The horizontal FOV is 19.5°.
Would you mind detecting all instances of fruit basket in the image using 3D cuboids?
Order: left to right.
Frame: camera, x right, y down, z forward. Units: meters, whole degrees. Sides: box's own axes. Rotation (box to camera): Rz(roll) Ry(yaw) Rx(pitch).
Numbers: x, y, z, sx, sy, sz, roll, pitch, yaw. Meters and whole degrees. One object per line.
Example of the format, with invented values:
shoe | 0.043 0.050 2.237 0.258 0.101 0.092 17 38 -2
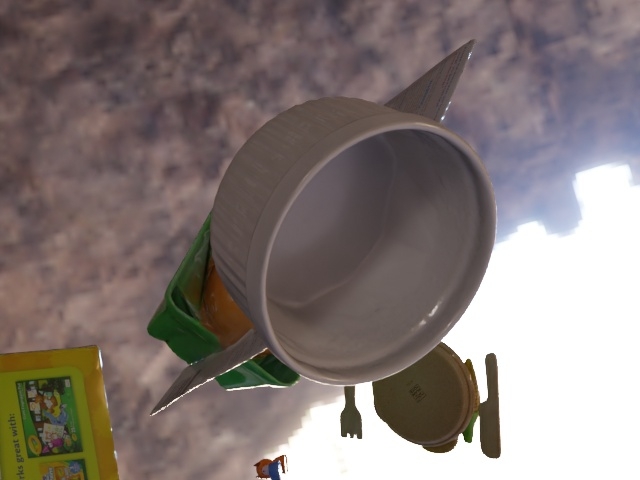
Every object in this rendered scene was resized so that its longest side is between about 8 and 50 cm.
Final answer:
fruit basket | 0.000 0.000 1.742 0.165 0.327 0.353 42 -40 -19

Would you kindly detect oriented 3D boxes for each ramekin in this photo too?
ramekin | 0.017 -0.009 1.372 0.207 0.109 0.207 -16 -58 -28

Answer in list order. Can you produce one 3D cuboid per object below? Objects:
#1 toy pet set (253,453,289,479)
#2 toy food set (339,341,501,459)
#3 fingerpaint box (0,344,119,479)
toy pet set | -0.048 0.222 1.395 0.065 0.122 0.114 -7 0 6
toy food set | 0.112 0.163 1.992 0.192 0.132 0.038 5 12 29
fingerpaint box | -0.400 0.359 2.012 0.371 0.445 0.163 -4 -15 -29
